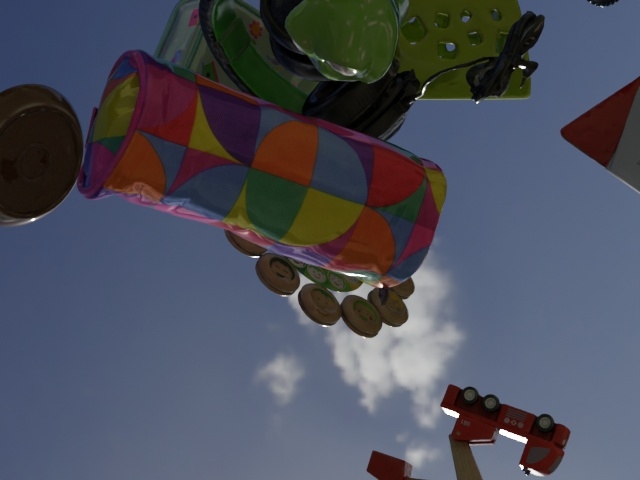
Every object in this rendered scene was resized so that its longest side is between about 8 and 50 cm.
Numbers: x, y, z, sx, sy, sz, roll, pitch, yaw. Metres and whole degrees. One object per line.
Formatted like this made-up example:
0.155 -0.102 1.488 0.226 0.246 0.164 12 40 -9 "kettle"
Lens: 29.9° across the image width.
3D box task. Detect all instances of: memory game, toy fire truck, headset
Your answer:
0.000 0.000 0.939 0.186 0.012 0.186 28 -147 -21 "memory game"
0.161 0.232 1.306 0.135 0.192 0.047 -67 -21 -11 "toy fire truck"
0.044 -0.214 1.322 0.185 0.394 0.243 -51 -43 -23 "headset"

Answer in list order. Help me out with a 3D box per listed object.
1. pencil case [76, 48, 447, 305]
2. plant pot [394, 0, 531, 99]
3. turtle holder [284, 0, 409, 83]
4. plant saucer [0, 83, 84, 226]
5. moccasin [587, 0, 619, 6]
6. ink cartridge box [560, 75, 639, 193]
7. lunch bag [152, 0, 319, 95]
-0.033 -0.039 0.758 0.236 0.104 0.104 20 -109 -29 "pencil case"
0.141 -0.285 1.550 0.228 0.227 0.207 -124 33 -83 "plant pot"
-0.012 -0.293 0.815 0.227 0.243 0.320 -35 -34 -66 "turtle holder"
-0.327 -0.091 1.345 0.168 0.029 0.168 -29 -50 -41 "plant saucer"
0.426 -0.443 1.609 0.342 0.138 0.117 109 -174 -50 "moccasin"
0.463 -0.146 1.305 0.309 0.272 0.130 -33 -30 -35 "ink cartridge box"
-0.105 -0.202 1.651 0.279 0.108 0.224 30 -108 -43 "lunch bag"
